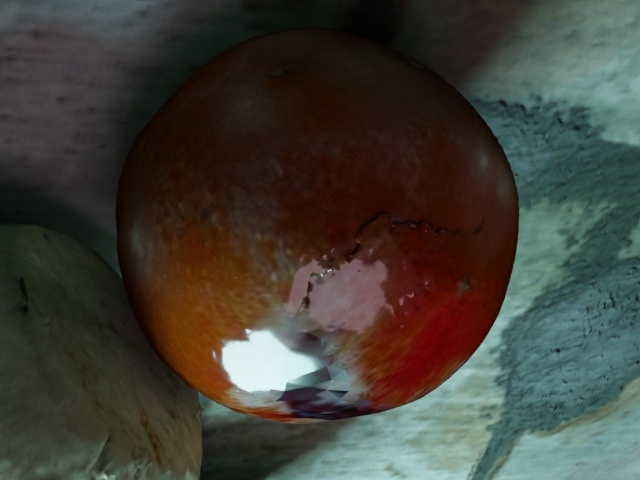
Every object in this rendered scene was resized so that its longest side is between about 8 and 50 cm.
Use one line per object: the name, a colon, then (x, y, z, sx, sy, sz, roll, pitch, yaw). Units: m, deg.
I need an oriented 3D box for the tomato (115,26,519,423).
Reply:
tomato: (0.000, 0.000, 0.798, 0.208, 0.184, 0.208, -12, 137, -11)

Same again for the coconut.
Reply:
coconut: (-0.189, 0.118, 0.823, 0.230, 0.227, 0.227, -37, 137, 15)
